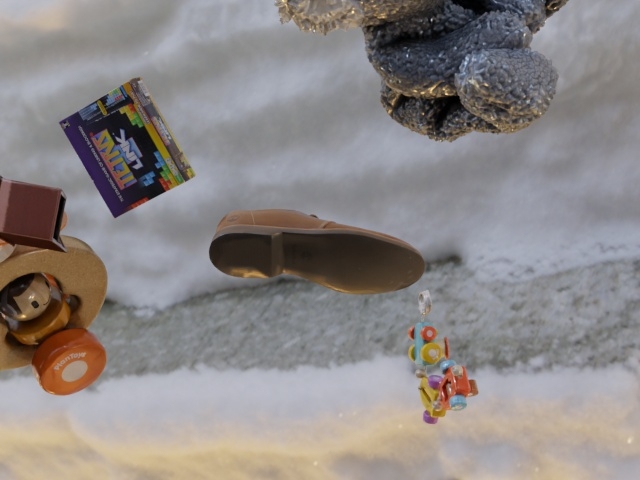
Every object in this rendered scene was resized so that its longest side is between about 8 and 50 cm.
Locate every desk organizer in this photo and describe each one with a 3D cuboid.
[{"bbox_3d":[-0.245,-0.019,0.765,0.050,0.047,0.130,10,173,-10],"label":"desk organizer"}]

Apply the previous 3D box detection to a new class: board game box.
[{"bbox_3d":[-0.291,-0.139,1.347,0.141,0.048,0.170,-26,100,20],"label":"board game box"}]

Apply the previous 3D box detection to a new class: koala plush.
[{"bbox_3d":[0.070,-0.204,0.733,0.221,0.196,0.203,31,158,-26],"label":"koala plush"}]

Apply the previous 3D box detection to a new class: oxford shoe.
[{"bbox_3d":[0.000,0.000,0.890,0.212,0.076,0.076,10,125,-4],"label":"oxford shoe"}]

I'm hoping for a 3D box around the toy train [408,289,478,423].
[{"bbox_3d":[0.147,0.144,1.050,0.046,0.166,0.125,2,134,-12],"label":"toy train"}]

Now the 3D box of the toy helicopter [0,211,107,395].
[{"bbox_3d":[-0.399,0.070,0.958,0.140,0.355,0.235,47,135,37],"label":"toy helicopter"}]
